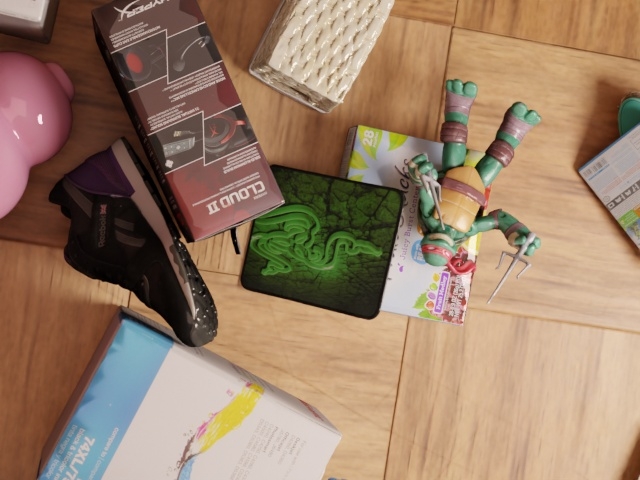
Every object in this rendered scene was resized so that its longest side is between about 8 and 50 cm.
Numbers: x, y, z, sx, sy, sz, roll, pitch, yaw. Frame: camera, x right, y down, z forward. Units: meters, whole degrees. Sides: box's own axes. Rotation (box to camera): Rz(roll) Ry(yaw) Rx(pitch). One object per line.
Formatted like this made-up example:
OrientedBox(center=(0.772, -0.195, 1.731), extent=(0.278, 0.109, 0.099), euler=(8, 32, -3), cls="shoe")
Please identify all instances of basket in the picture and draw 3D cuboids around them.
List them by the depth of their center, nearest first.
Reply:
OrientedBox(center=(0.005, -0.243, 1.667), extent=(0.113, 0.103, 0.167), euler=(28, 87, -10), cls="basket")

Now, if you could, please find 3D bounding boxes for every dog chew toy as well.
OrientedBox(center=(-0.412, -0.087, 1.564), extent=(0.332, 0.206, 0.207), euler=(-37, 97, -14), cls="dog chew toy")

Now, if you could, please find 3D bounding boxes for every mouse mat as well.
OrientedBox(center=(0.000, 0.000, 1.666), extent=(0.189, 0.007, 0.153), euler=(12, 90, 30), cls="mouse mat")

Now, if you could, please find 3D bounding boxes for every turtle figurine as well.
OrientedBox(center=(0.159, -0.054, 1.621), extent=(0.175, 0.118, 0.234), euler=(26, 70, -24), cls="turtle figurine")

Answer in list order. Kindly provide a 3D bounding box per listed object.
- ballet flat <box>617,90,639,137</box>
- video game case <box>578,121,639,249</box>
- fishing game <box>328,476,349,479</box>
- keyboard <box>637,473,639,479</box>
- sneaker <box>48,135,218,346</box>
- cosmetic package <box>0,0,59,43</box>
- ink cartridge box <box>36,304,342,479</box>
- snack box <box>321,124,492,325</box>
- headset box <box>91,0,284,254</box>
OrientedBox(center=(0.430, -0.076, 1.762), extent=(0.077, 0.091, 0.241), euler=(-29, 102, -37), cls="ballet flat")
OrientedBox(center=(0.401, -0.052, 1.727), extent=(0.166, 0.015, 0.119), euler=(53, 128, 4), cls="video game case")
OrientedBox(center=(-0.026, 0.341, 1.600), extent=(0.041, 0.264, 0.189), euler=(30, 85, -9), cls="fishing game")
OrientedBox(center=(0.391, 0.357, 1.781), extent=(0.072, 0.014, 0.256), euler=(24, 88, -29), cls="keyboard")
OrientedBox(center=(-0.210, 0.023, 1.599), extent=(0.124, 0.107, 0.283), euler=(-29, 55, -2), cls="sneaker")
OrientedBox(center=(-0.335, -0.343, 1.548), extent=(0.138, 0.224, 0.224), euler=(13, 89, -7), cls="cosmetic package")
OrientedBox(center=(-0.147, 0.225, 1.609), extent=(0.270, 0.198, 0.197), euler=(28, 88, -8), cls="ink cartridge box")
OrientedBox(center=(0.100, -0.017, 1.706), extent=(0.174, 0.070, 0.207), euler=(12, 88, -9), cls="snack box")
OrientedBox(center=(-0.141, -0.121, 1.584), extent=(0.110, 0.218, 0.293), euler=(-24, 93, -7), cls="headset box")
